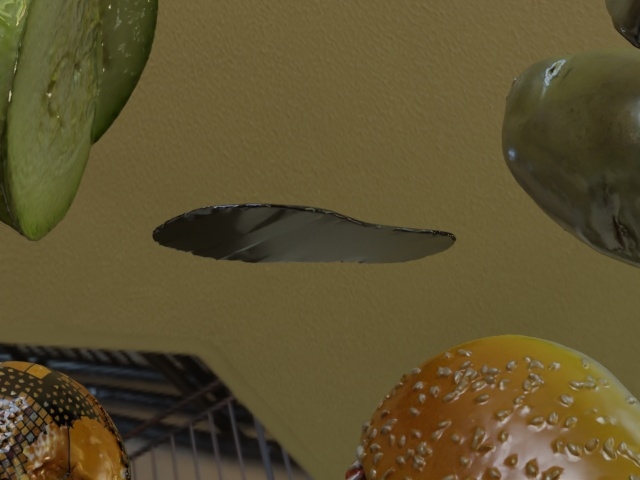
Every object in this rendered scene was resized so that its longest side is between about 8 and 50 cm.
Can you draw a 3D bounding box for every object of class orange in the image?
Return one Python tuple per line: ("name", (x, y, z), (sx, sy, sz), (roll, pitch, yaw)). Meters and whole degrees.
("orange", (-0.297, 0.231, 0.898), (0.182, 0.234, 0.234), (-16, -43, 39))

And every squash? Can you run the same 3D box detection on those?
("squash", (-0.165, -0.121, 0.569), (0.133, 0.220, 0.220), (26, -55, 18))

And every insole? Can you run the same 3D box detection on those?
("insole", (0.000, 0.000, 0.767), (0.111, 0.007, 0.328), (-25, -20, 39))

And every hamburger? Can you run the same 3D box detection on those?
("hamburger", (0.142, 0.196, 0.627), (0.151, 0.295, 0.227), (35, -80, -36))

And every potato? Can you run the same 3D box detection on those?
("potato", (0.351, -0.088, 1.029), (0.243, 0.326, 0.220), (25, -83, -33))

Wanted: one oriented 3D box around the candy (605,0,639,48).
("candy", (0.307, -0.254, 0.815), (0.102, 0.233, 0.104), (15, -47, -11))
